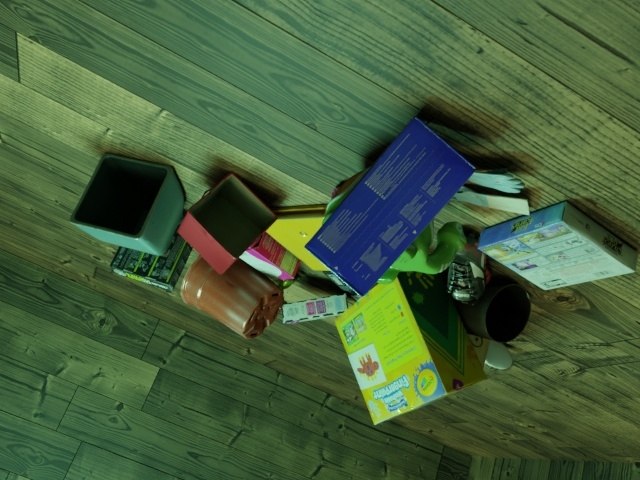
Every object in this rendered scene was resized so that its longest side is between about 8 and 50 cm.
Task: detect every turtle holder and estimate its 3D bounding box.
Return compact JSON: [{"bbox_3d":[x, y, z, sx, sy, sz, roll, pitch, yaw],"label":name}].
[{"bbox_3d":[0.173,-0.045,1.499,0.320,0.228,0.243,10,153,20],"label":"turtle holder"}]

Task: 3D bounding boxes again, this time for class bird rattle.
[{"bbox_3d":[-0.202,0.142,2.381,0.207,0.143,0.253,49,158,-28],"label":"bird rattle"}]

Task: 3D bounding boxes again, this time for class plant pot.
[{"bbox_3d":[-0.283,0.180,2.185,0.265,0.272,0.272,35,162,23],"label":"plant pot"},{"bbox_3d":[-0.564,-0.083,1.992,0.247,0.248,0.252,13,158,16],"label":"plant pot"}]

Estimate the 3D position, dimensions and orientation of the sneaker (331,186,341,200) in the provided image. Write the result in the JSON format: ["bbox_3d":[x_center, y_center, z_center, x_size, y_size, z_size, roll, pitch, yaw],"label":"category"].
[{"bbox_3d":[0.093,-0.052,1.719,0.111,0.103,0.252,-9,141,7],"label":"sneaker"}]

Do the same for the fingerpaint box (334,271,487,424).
[{"bbox_3d":[0.255,0.322,1.957,0.163,0.371,0.445,-11,159,-28],"label":"fingerpaint box"}]

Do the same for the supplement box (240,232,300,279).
[{"bbox_3d":[-0.176,0.030,2.076,0.111,0.114,0.220,-8,142,46],"label":"supplement box"}]

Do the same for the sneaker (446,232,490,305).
[{"bbox_3d":[0.388,0.084,1.716,0.097,0.135,0.276,9,153,28],"label":"sneaker"}]

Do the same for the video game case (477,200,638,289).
[{"bbox_3d":[0.559,0.021,1.536,0.244,0.061,0.269,29,155,-21],"label":"video game case"}]

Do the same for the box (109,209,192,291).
[{"bbox_3d":[-0.539,0.012,2.130,0.216,0.270,0.060,16,156,7],"label":"box"}]

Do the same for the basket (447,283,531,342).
[{"bbox_3d":[0.462,0.204,1.884,0.226,0.204,0.154,-1,112,56],"label":"basket"}]

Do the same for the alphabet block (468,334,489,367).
[{"bbox_3d":[0.429,0.323,2.109,0.192,0.197,0.193,23,156,-8],"label":"alphabet block"}]

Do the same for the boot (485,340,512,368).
[{"bbox_3d":[0.548,0.382,2.293,0.258,0.095,0.123,29,162,3],"label":"boot"}]

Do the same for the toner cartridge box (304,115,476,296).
[{"bbox_3d":[0.140,-0.068,1.322,0.165,0.348,0.075,41,-169,2],"label":"toner cartridge box"}]

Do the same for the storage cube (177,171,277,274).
[{"bbox_3d":[-0.270,-0.042,1.848,0.215,0.184,0.193,45,153,-3],"label":"storage cube"}]

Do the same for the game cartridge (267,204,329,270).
[{"bbox_3d":[0.000,0.000,1.960,0.285,0.053,0.323,-1,151,39],"label":"game cartridge"}]

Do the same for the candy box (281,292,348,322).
[{"bbox_3d":[-0.016,0.246,2.291,0.233,0.071,0.159,-11,171,2],"label":"candy box"}]

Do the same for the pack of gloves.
[{"bbox_3d":[0.348,-0.130,1.434,0.232,0.046,0.195,12,166,25],"label":"pack of gloves"}]

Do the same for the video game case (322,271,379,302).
[{"bbox_3d":[0.180,0.163,2.170,0.248,0.035,0.275,-2,147,41],"label":"video game case"}]
